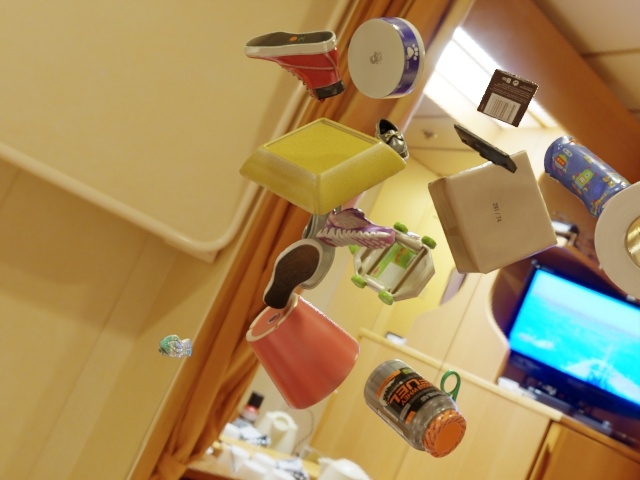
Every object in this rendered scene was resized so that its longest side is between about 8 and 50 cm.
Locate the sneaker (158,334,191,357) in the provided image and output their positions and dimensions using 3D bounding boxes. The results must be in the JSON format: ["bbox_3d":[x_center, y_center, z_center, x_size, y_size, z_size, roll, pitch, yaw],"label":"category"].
[{"bbox_3d":[-0.420,0.302,1.814,0.076,0.065,0.166,-8,-18,8],"label":"sneaker"}]

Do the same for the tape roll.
[{"bbox_3d":[0.773,-0.005,1.462,0.286,0.287,0.100,20,26,37],"label":"tape roll"}]

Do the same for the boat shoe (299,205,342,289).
[{"bbox_3d":[0.000,0.000,1.935,0.114,0.303,0.091,21,-3,1],"label":"boat shoe"}]

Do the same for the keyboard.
[{"bbox_3d":[0.408,-0.224,1.602,0.180,0.023,0.108,44,1,39],"label":"keyboard"}]

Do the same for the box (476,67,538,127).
[{"bbox_3d":[0.693,-0.533,2.421,0.168,0.167,0.203,24,20,9],"label":"box"}]

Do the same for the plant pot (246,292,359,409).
[{"bbox_3d":[-0.065,0.302,1.874,0.243,0.275,0.275,50,-14,-16],"label":"plant pot"}]

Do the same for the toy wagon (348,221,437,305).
[{"bbox_3d":[0.218,0.060,2.207,0.344,0.267,0.068,29,-19,33],"label":"toy wagon"}]

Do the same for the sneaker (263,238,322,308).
[{"bbox_3d":[-0.076,0.064,1.784,0.105,0.123,0.290,29,-45,-10],"label":"sneaker"}]

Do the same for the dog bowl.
[{"bbox_3d":[0.218,-0.615,2.203,0.104,0.265,0.264,-15,24,-40],"label":"dog bowl"}]

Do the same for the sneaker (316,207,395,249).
[{"bbox_3d":[0.097,-0.039,1.731,0.236,0.105,0.095,4,-22,40],"label":"sneaker"}]

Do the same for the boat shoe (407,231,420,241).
[{"bbox_3d":[0.279,0.024,2.478,0.102,0.093,0.285,20,21,34],"label":"boat shoe"}]

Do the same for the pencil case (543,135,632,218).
[{"bbox_3d":[0.740,-0.173,1.819,0.119,0.133,0.306,28,22,-35],"label":"pencil case"}]

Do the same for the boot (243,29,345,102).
[{"bbox_3d":[-0.063,-0.413,1.587,0.244,0.088,0.176,8,-42,23],"label":"boot"}]

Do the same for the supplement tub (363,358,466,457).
[{"bbox_3d":[0.298,0.530,2.063,0.193,0.194,0.316,31,1,-41],"label":"supplement tub"}]

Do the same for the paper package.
[{"bbox_3d":[0.546,-0.086,2.073,0.168,0.309,0.325,168,-98,-76],"label":"paper package"}]

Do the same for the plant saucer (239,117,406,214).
[{"bbox_3d":[0.003,-0.221,1.723,0.332,0.332,0.081,30,-43,38],"label":"plant saucer"}]

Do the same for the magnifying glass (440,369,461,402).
[{"bbox_3d":[0.499,0.605,2.483,0.092,0.231,0.026,-13,17,-30],"label":"magnifying glass"}]

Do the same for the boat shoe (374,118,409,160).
[{"bbox_3d":[0.214,-0.309,2.005,0.081,0.069,0.228,-11,30,-6],"label":"boat shoe"}]
